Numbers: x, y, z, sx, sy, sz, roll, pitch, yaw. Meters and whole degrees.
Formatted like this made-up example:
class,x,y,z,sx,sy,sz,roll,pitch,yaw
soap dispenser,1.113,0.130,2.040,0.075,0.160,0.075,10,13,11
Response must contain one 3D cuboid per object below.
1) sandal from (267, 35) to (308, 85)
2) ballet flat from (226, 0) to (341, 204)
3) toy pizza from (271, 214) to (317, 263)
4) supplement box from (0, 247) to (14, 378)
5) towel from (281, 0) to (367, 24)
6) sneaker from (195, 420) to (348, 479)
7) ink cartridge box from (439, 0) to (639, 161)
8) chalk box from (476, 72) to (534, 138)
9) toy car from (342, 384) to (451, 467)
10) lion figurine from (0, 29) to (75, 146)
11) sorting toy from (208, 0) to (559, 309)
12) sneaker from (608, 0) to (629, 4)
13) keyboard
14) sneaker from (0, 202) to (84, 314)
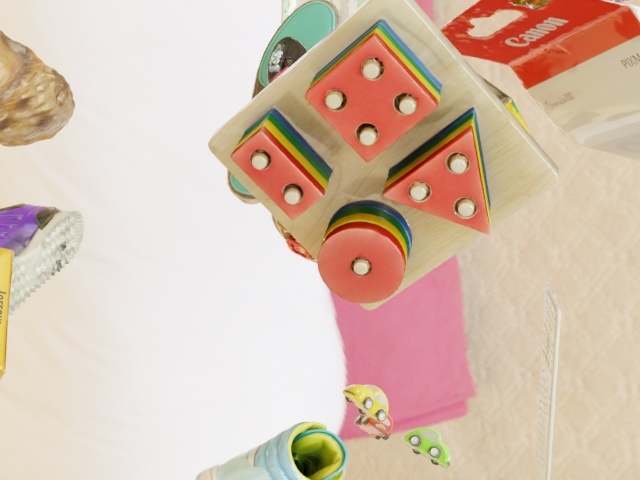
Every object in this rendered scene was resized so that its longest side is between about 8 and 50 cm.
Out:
class,x,y,z,sx,sy,sz,roll,pitch,yaw
sandal,-0.046,-0.197,1.487,0.040,0.067,0.179,145,135,-76
ballet flat,-0.051,-0.200,1.586,0.107,0.106,0.316,25,89,16
toy pizza,0.000,0.000,1.864,0.201,0.032,0.201,24,153,13
supplement box,-0.414,0.093,1.031,0.194,0.191,0.129,-46,40,47
towel,0.013,-0.364,1.678,0.152,0.023,0.113,0,89,4
sneaker,-0.029,0.352,1.600,0.208,0.319,0.127,-29,75,14
ink cartridge box,0.331,-0.179,1.249,0.308,0.385,0.091,166,114,-77
chalk box,0.126,-0.139,1.251,0.132,0.132,0.213,-44,51,0
toy car,0.156,0.354,2.038,0.225,0.053,0.239,28,161,22
lion figurine,-0.484,-0.279,1.426,0.142,0.240,0.392,36,148,47
sorting toy,0.055,-0.068,1.057,0.257,0.089,0.255,-37,106,26
sneaker,0.433,-0.337,1.645,0.119,0.057,0.047,-61,15,-9
keyboard,0.274,0.182,1.301,0.014,0.072,0.256,0,113,6
sneaker,-0.476,0.026,1.536,0.146,0.293,0.102,18,119,17
